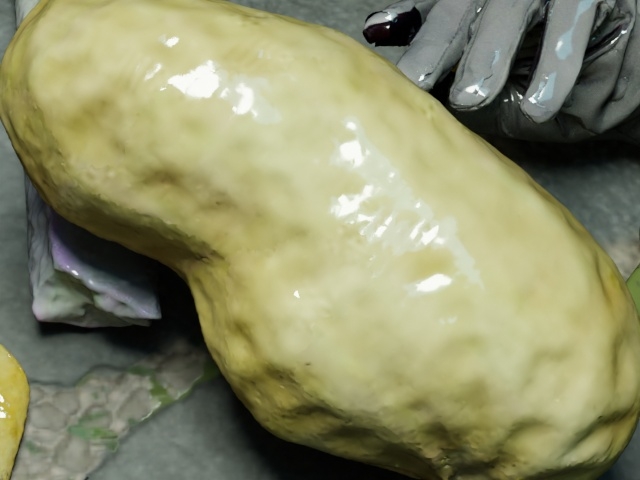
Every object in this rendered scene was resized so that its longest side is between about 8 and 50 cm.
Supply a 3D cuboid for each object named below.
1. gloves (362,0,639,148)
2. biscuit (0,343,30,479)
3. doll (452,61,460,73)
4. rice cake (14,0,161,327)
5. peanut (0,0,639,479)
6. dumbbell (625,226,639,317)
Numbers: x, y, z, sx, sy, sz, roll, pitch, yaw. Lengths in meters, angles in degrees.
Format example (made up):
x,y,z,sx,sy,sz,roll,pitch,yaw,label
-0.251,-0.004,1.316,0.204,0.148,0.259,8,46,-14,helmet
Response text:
x,y,z,sx,sy,sz,roll,pitch,yaw,label
0.141,-0.103,0.944,0.285,0.142,0.119,3,60,-39,gloves
-0.227,0.143,0.801,0.118,0.029,0.247,11,56,-2,biscuit
0.149,-0.252,1.043,0.162,0.166,0.269,-2,49,20,doll
-0.153,-0.111,0.957,0.070,0.064,0.399,5,54,-23,rice cake
0.000,0.000,0.822,0.387,0.169,0.192,38,84,-2,peanut
0.194,0.031,0.931,0.052,0.046,0.118,36,59,8,dumbbell
